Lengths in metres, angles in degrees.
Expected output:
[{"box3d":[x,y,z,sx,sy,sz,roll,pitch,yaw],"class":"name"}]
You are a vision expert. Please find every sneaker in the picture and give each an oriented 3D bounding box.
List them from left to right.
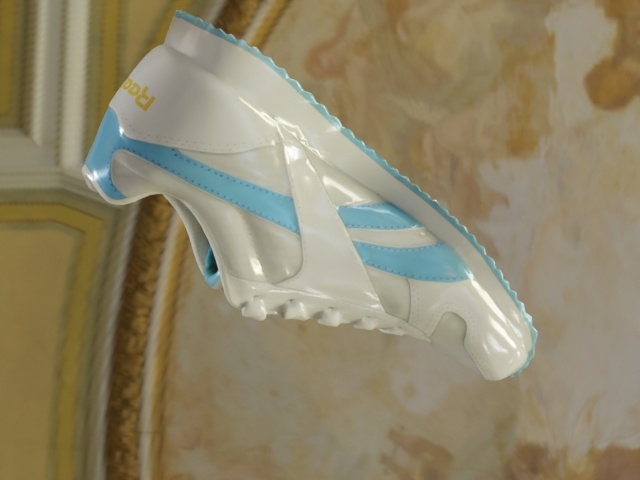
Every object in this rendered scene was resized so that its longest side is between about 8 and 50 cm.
[{"box3d":[0.000,0.000,0.648,0.229,0.087,0.092,38,-91,-20],"class":"sneaker"}]
